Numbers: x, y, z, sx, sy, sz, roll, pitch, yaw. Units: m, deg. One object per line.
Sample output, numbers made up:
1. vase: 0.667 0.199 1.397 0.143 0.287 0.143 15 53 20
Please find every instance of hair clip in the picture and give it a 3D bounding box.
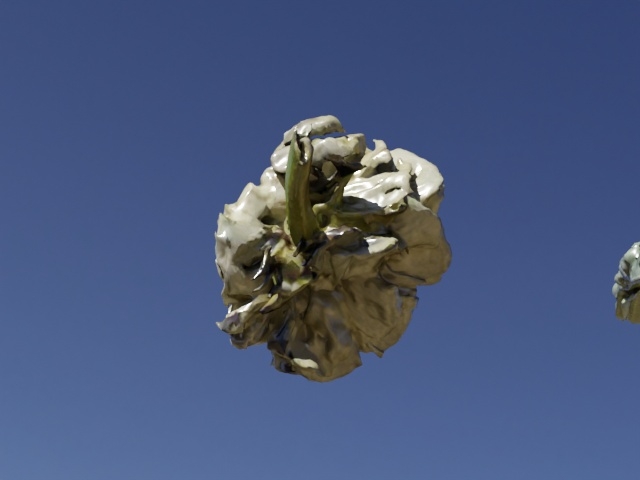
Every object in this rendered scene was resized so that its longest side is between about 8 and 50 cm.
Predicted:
1. hair clip: 0.321 0.019 1.171 0.138 0.091 0.321 6 -10 9

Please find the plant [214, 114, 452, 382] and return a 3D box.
1. plant: 0.000 0.000 0.598 0.105 0.116 0.122 15 -10 15
